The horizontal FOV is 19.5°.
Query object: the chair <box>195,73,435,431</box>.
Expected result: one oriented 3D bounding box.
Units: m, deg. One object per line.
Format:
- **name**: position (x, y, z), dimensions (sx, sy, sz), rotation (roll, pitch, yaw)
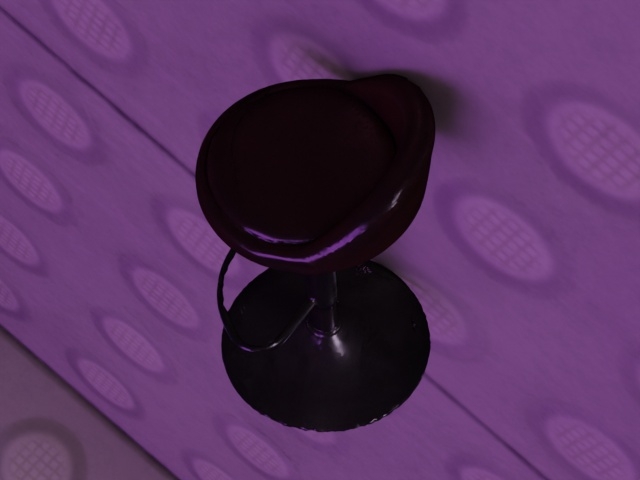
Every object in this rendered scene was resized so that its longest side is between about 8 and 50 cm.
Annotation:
- **chair**: position (0.000, 0.000, 1.816), dimensions (0.226, 0.226, 0.401), rotation (31, 153, 20)
